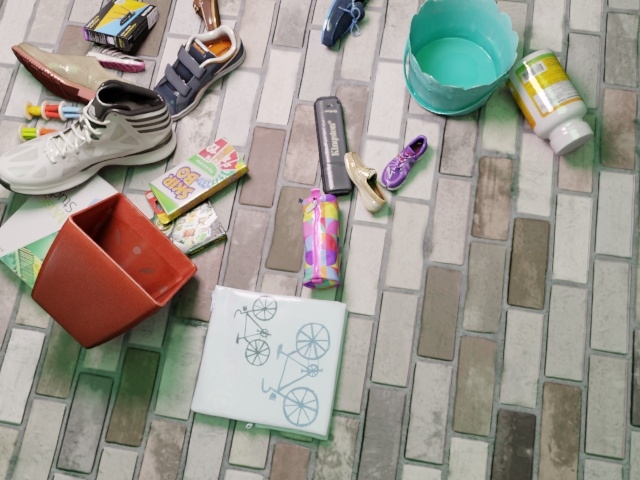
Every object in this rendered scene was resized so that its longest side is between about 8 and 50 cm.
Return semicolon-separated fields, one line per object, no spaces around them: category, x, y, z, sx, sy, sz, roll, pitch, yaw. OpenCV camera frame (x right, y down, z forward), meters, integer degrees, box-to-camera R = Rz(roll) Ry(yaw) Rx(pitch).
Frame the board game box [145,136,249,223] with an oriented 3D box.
board game box;-0.323;-0.156;1.652;0.259;0.039;0.124;-35;60;-6

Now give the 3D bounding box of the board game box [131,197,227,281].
board game box;-0.381;-0.009;1.633;0.259;0.030;0.136;-27;77;-5

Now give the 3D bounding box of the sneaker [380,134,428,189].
sneaker;0.211;-0.205;1.633;0.068;0.071;0.170;35;79;12

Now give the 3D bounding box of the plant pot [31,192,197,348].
plant pot;-0.489;0.085;1.475;0.235;0.267;0.267;-42;97;16

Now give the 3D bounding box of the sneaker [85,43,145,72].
sneaker;-0.560;-0.514;1.768;0.170;0.063;0.075;13;81;12

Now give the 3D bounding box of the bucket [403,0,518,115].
bucket;0.348;-0.465;1.642;0.280;0.183;0.282;-1;74;3

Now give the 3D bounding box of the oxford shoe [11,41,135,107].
oxford shoe;-0.662;-0.450;1.735;0.348;0.123;0.130;31;73;1

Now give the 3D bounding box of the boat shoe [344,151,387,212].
boat shoe;0.119;-0.156;1.620;0.059;0.063;0.170;-33;79;39

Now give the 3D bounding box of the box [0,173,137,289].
box;-0.657;-0.033;1.640;0.232;0.058;0.322;37;80;13

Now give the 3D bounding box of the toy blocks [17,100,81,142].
toy blocks;-0.723;-0.316;1.726;0.148;0.054;0.123;2;74;3

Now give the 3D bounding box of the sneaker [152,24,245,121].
sneaker;-0.343;-0.454;1.709;0.126;0.127;0.321;44;82;12

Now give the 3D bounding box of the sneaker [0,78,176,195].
sneaker;-0.581;-0.273;1.555;0.447;0.258;0.169;-19;66;-16

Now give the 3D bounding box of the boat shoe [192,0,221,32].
boat shoe;-0.321;-0.659;1.795;0.073;0.073;0.207;-10;67;2

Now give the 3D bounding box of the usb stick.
usb stick;0.031;-0.245;1.668;0.077;0.045;0.278;-7;73;1

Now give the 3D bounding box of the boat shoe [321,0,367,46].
boat shoe;0.084;-0.635;1.746;0.089;0.109;0.258;25;79;6

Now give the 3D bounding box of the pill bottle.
pill bottle;0.580;-0.342;1.617;0.136;0.136;0.246;-23;74;-4

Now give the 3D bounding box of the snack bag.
snack bag;-0.123;0.285;1.531;0.342;0.037;0.323;8;74;5

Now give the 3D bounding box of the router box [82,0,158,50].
router box;-0.546;-0.597;1.765;0.133;0.046;0.179;15;49;8

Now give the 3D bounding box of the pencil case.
pencil case;0.000;0.000;1.573;0.104;0.104;0.237;-4;75;2
